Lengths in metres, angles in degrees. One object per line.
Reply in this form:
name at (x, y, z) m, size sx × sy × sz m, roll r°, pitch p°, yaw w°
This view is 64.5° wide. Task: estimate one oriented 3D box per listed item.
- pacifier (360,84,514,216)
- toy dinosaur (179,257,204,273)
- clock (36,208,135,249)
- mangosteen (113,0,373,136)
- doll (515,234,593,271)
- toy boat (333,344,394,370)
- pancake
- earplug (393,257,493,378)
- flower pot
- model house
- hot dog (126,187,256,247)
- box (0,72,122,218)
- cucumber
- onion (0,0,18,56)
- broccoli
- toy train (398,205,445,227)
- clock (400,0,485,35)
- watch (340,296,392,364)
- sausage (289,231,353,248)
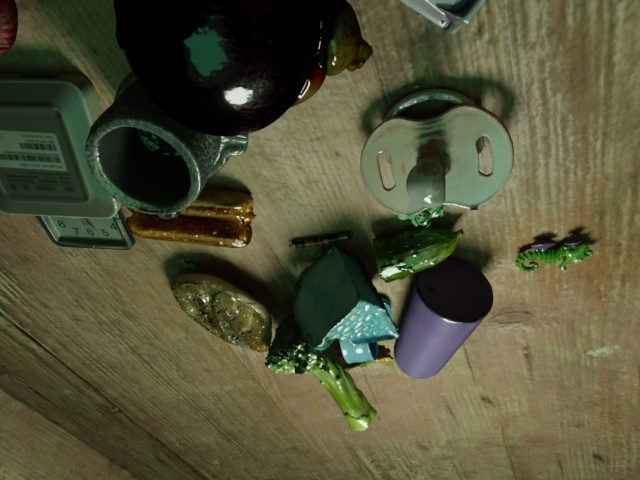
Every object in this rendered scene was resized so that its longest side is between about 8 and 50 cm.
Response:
pacifier at (0.245, -0.161, 1.097) m, size 0.331 × 0.273 × 0.220 m, roll -6°, pitch 150°, yaw 18°
toy dinosaur at (-0.410, 0.077, 1.610) m, size 0.083 × 0.021 × 0.062 m, roll -13°, pitch 118°, yaw 25°
clock at (-0.704, -0.083, 1.483) m, size 0.273 × 0.049 × 0.279 m, roll 3°, pitch 135°, yaw 8°
mangosteen at (-0.119, -0.369, 0.854) m, size 0.434 × 0.382 × 0.382 m, roll -1°, pitch 136°, yaw 0°
doll at (0.614, 0.041, 1.341) m, size 0.190 × 0.050 × 0.115 m, roll -8°, pitch 126°, yaw 21°
toy boat at (0.115, 0.410, 1.753) m, size 0.317 × 0.141 × 0.099 m, roll -31°, pitch 100°, yaw 41°
pancake at (-0.316, 0.235, 1.666) m, size 0.386 × 0.082 × 0.387 m, roll 20°, pitch 144°, yaw 15°
earplug at (0.339, 0.268, 1.527) m, size 0.214 × 0.215 × 0.456 m, roll 10°, pitch 140°, yaw 1°
flower pot at (-0.312, -0.222, 1.100) m, size 0.298 × 0.283 × 0.299 m, roll 4°, pitch 132°, yaw 5°
model house at (0.085, 0.184, 1.453) m, size 0.241 × 0.261 × 0.226 m, roll 22°, pitch 118°, yaw -33°
hot dog at (-0.346, -0.070, 1.376) m, size 0.348 × 0.117 × 0.159 m, roll 4°, pitch 109°, yaw -2°
box at (-0.705, -0.225, 1.273) m, size 0.366 × 0.091 × 0.374 m, roll 3°, pitch 124°, yaw 9°
cucumber at (0.264, 0.022, 1.350) m, size 0.244 × 0.134 × 0.134 m, roll -21°, pitch 128°, yaw 23°
onion at (-0.719, -0.468, 0.997) m, size 0.246 × 0.190 × 0.247 m, roll 5°, pitch 116°, yaw 10°
broccoli at (0.001, 0.400, 1.622) m, size 0.274 × 0.353 × 0.397 m, roll -41°, pitch 116°, yaw 18°
toy train at (0.269, -0.092, 1.252) m, size 0.081 × 0.099 × 0.149 m, roll 44°, pitch 130°, yaw 16°
clock at (0.227, -0.490, 0.853) m, size 0.186 × 0.083 × 0.253 m, roll 26°, pitch 135°, yaw -14°
watch at (0.125, 0.291, 1.588) m, size 0.210 × 0.193 × 0.211 m, roll 4°, pitch 132°, yaw 4°
sausage at (0.000, 0.000, 1.442) m, size 0.198 × 0.025 × 0.028 m, roll -9°, pitch 135°, yaw 19°
